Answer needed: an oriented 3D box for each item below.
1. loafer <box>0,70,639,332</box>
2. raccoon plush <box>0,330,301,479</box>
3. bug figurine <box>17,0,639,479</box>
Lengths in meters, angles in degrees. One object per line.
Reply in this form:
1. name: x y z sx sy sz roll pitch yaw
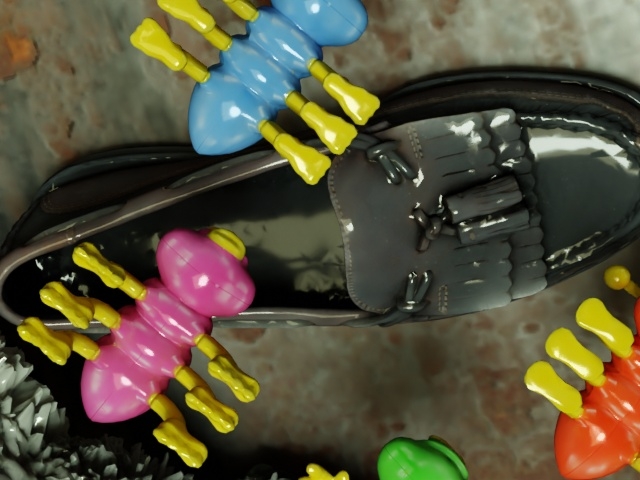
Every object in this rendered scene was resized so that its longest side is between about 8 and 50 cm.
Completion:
1. loafer: 0.000 0.000 0.721 0.302 0.095 0.109 -8 107 18
2. raccoon plush: -0.096 0.166 0.641 0.299 0.446 0.216 34 85 -32
3. bug figurine: 0.021 0.028 0.642 0.279 0.072 0.216 42 93 -3
